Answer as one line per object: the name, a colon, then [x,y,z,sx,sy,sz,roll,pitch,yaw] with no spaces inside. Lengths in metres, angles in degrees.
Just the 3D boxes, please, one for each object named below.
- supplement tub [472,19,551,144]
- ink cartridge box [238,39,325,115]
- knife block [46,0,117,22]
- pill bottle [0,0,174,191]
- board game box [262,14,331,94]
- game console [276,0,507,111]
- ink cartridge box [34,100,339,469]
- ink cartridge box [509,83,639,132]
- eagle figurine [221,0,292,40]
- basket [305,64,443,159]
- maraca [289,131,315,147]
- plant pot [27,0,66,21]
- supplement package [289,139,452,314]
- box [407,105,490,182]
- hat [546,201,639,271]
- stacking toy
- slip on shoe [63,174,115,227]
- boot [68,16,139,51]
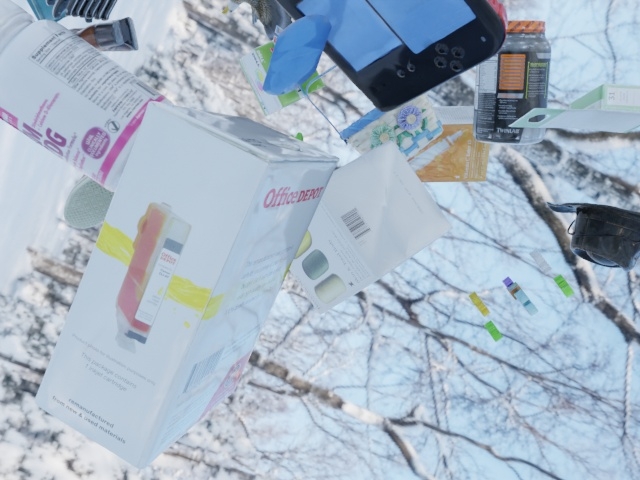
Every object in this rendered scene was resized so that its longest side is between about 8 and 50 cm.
supplement tub: [0.547,-0.451,2.013,0.207,0.207,0.337,-132,-139,-71]
ink cartridge box: [-0.116,-0.480,2.016,0.097,0.188,0.255,-31,-168,-22]
knife block: [-0.382,-0.504,1.171,0.242,0.088,0.275,19,-71,37]
pill bottle: [-0.368,-0.210,1.007,0.160,0.283,0.160,-54,-172,11]
board game box: [-0.051,-0.340,1.262,0.133,0.033,0.168,-27,154,-38]
game console: [0.101,-0.420,1.235,0.342,0.386,0.060,-24,-149,46]
ink cartridge box: [-0.152,0.038,0.880,0.384,0.161,0.279,-65,168,13]
ink cartridge box: [0.486,-0.243,1.296,0.171,0.235,0.056,106,-12,-88]
eagle figurine: [-0.215,-0.776,2.221,0.225,0.298,0.226,-1,-103,41]
basket: [0.143,-0.323,1.667,0.255,0.289,0.201,-38,-177,8]
maraca: [-0.046,-0.177,1.679,0.127,0.099,0.185,-53,-131,26]
plant pot: [-0.637,-0.706,1.752,0.255,0.271,0.272,-29,-168,-14]
supplement package: [0.064,-0.016,1.327,0.198,0.199,0.263,-32,175,-28]
box: [0.386,-0.326,2.384,0.168,0.346,0.214,-92,180,-59]
hat: [0.672,-0.001,1.607,0.331,0.332,0.133,-168,-91,-72]
stacking toy: [0.381,0.109,1.341,0.167,0.052,0.221,-37,-168,10]
slip on shoe: [-0.545,-0.169,1.797,0.331,0.123,0.101,-54,-148,16]
boot: [-0.669,-0.554,1.969,0.264,0.281,0.096,-81,163,-67]
